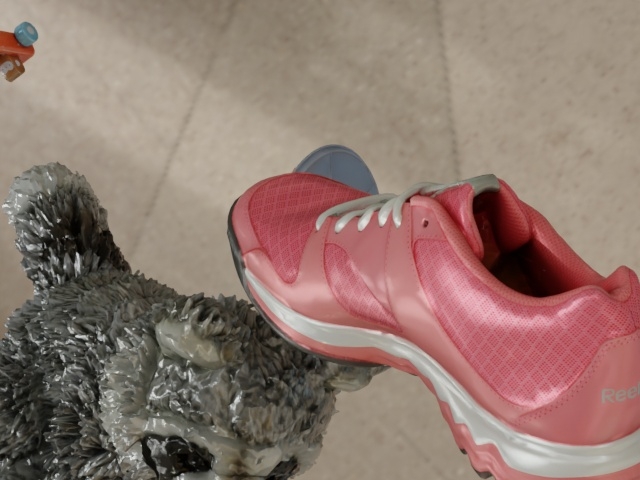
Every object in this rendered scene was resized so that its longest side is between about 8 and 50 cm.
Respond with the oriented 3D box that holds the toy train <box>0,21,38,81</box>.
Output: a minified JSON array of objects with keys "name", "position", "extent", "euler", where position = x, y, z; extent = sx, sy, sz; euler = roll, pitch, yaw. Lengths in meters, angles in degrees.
[{"name":"toy train","position":[-0.309,-0.123,1.413],"extent":[0.166,0.125,0.046],"euler":[-29,74,24]}]

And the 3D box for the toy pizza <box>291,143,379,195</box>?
[{"name":"toy pizza","position":[0.000,0.000,1.798],"extent":[0.032,0.201,0.201],"euler":[8,126,34]}]

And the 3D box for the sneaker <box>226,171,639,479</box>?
[{"name":"sneaker","position":[0.067,0.010,0.937],"extent":[0.314,0.116,0.136],"euler":[32,133,41]}]

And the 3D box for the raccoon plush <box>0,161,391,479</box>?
[{"name":"raccoon plush","position":[-0.139,0.042,1.277],"extent":[0.299,0.216,0.446],"euler":[-54,54,39]}]
